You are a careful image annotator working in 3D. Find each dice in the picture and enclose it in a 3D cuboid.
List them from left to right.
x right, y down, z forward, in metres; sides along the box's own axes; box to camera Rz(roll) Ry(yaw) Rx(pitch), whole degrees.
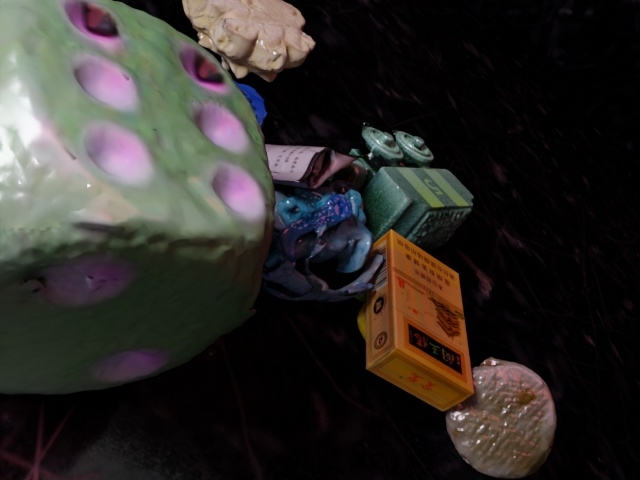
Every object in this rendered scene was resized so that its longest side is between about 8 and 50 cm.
[{"bbox_3d":[-0.256,-0.045,0.765,0.318,0.330,0.322,12,49,-41],"label":"dice"}]

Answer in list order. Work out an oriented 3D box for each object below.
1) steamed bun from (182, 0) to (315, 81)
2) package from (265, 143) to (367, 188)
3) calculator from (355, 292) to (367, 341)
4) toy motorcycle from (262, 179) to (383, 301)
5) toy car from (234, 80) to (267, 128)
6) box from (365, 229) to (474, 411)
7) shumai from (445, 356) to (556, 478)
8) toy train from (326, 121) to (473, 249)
[{"bbox_3d":[-0.165,-0.431,1.447,0.296,0.137,0.292,24,41,-24],"label":"steamed bun"},{"bbox_3d":[-0.059,-0.138,1.222,0.251,0.204,0.062,-27,123,-60],"label":"package"},{"bbox_3d":[0.131,0.167,1.269,0.234,0.032,0.146,54,33,5],"label":"calculator"},{"bbox_3d":[0.000,0.000,1.185,0.260,0.154,0.206,-8,72,-45],"label":"toy motorcycle"},{"bbox_3d":[-0.187,-0.259,1.305,0.216,0.063,0.103,16,46,-40],"label":"toy car"},{"bbox_3d":[0.164,0.131,1.244,0.174,0.076,0.274,31,37,-23],"label":"box"},{"bbox_3d":[0.304,0.299,1.257,0.201,0.201,0.120,51,-9,3],"label":"shumai"},{"bbox_3d":[0.157,-0.098,1.425,0.299,0.166,0.238,-8,51,-51],"label":"toy train"}]
